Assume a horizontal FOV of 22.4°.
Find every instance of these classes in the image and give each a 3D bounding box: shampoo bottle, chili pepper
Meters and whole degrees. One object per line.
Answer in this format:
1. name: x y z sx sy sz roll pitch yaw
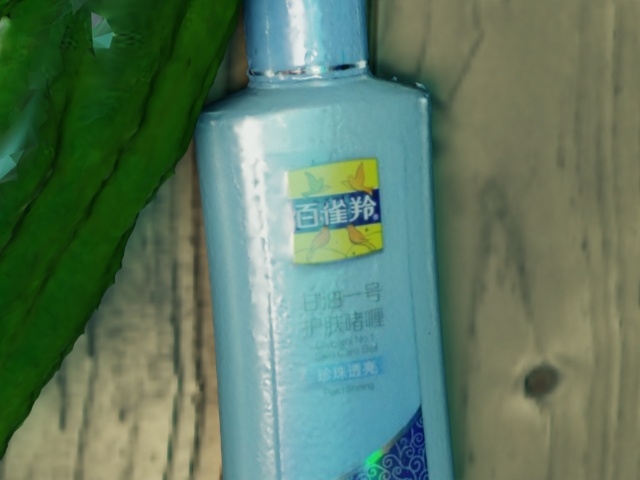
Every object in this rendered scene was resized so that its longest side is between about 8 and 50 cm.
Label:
1. shampoo bottle: 0.000 0.000 0.672 0.103 0.061 0.258 -8 100 -18
2. chili pepper: -0.153 -0.041 0.560 0.213 0.167 0.385 28 88 -22
